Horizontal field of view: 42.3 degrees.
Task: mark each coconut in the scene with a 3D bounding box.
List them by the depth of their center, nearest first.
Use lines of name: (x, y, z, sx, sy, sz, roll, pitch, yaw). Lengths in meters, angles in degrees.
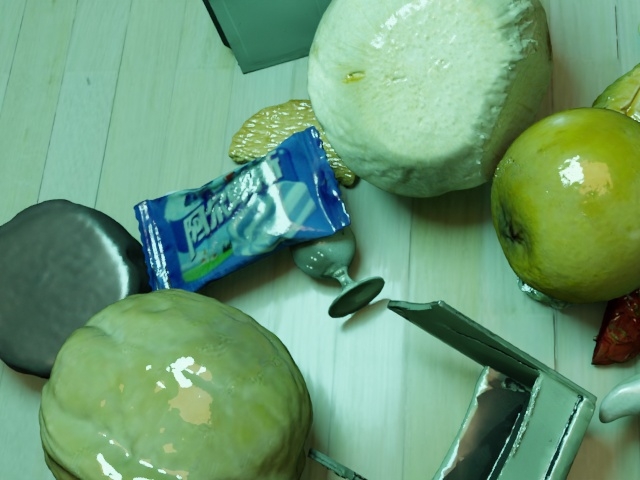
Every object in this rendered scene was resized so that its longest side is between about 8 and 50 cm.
coconut: (0.165, -0.267, 1.223, 0.344, 0.415, 0.415, 31, 77, -2)

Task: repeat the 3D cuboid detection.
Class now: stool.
stool: (0.172, 0.245, 1.078, 0.269, 0.170, 0.244, 32, 76, -14)

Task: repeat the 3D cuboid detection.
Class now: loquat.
loquat: (0.348, -0.048, 1.094, 0.263, 0.263, 0.263, -3, 70, 9)

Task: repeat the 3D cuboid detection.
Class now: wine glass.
wine glass: (0.000, 0.000, 1.292, 0.103, 0.103, 0.231, -30, 65, -2)

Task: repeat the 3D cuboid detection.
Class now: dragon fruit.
dragon fruit: (0.445, 0.105, 1.173, 0.083, 0.106, 0.162, 22, 73, 16)

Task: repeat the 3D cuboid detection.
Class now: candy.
candy: (-0.128, -0.037, 1.263, 0.331, 0.077, 0.187, -23, 69, 12)

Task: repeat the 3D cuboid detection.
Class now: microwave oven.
microwave oven: (-0.083, -0.450, 1.366, 0.237, 0.295, 0.181, -14, 69, 5)

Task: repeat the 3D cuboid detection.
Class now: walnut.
walnut: (-0.192, 0.250, 1.119, 0.381, 0.381, 0.381, -3, 70, 9)

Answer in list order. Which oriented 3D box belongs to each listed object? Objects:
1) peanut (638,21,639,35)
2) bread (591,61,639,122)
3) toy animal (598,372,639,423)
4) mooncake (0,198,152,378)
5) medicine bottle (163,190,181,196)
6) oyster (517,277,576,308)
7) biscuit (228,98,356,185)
peanut: (0.613, -0.386, 1.329, 0.229, 0.098, 0.103, -43, 28, -8)
bread: (0.507, -0.157, 1.240, 0.240, 0.139, 0.240, -4, 71, 12)
toy animal: (0.539, 0.138, 1.073, 0.367, 0.196, 0.241, -31, 110, -14)
mooncake: (-0.403, 0.082, 1.312, 0.283, 0.141, 0.283, -2, 78, 10)
medicine bottle: (-0.232, -0.018, 1.353, 0.055, 0.074, 0.118, -6, 69, 8)
oyster: (0.377, 0.023, 1.240, 0.125, 0.064, 0.177, 37, 80, 15)
biscuit: (-0.036, -0.170, 1.396, 0.224, 0.033, 0.144, 11, 72, 12)
